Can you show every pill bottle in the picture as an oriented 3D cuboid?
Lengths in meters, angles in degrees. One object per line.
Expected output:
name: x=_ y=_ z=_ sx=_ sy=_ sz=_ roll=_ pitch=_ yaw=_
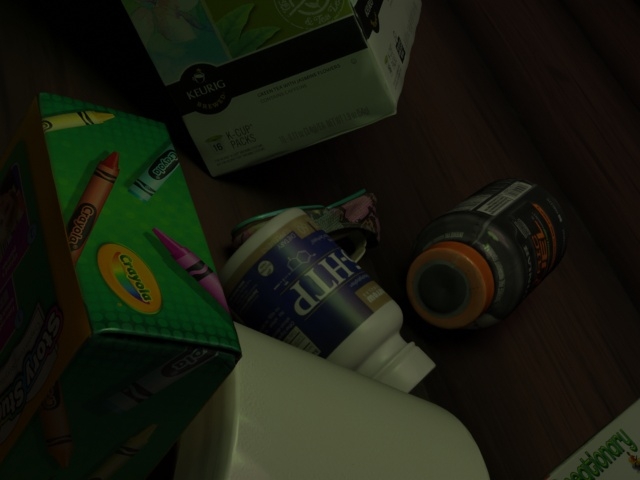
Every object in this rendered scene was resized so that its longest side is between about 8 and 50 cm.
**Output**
pill bottle: x=0.006 y=0.072 z=0.973 sx=0.186 sy=0.112 sz=0.112 roll=44 pitch=30 yaw=10
pill bottle: x=0.178 y=0.019 z=1.222 sx=0.130 sy=0.130 sz=0.245 roll=44 pitch=31 yaw=9

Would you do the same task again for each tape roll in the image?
tape roll: x=-0.041 y=0.181 z=0.637 sx=0.169 sy=0.246 sz=0.246 roll=24 pitch=33 yaw=-25

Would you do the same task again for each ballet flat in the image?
ballet flat: x=0.000 y=0.000 z=1.118 sx=0.221 sy=0.077 sz=0.079 roll=-17 pitch=80 yaw=-56

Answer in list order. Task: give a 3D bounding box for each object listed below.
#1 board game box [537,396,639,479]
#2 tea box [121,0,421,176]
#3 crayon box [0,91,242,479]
board game box: x=0.188 y=0.217 z=0.895 sx=0.053 sy=0.193 sz=0.305 roll=49 pitch=31 yaw=17
tea box: x=-0.057 y=-0.302 z=1.182 sx=0.323 sy=0.220 sz=0.329 roll=63 pitch=21 yaw=-24
crayon box: x=-0.162 y=0.080 z=0.605 sx=0.081 sy=0.278 sz=0.165 roll=13 pitch=39 yaw=-36
